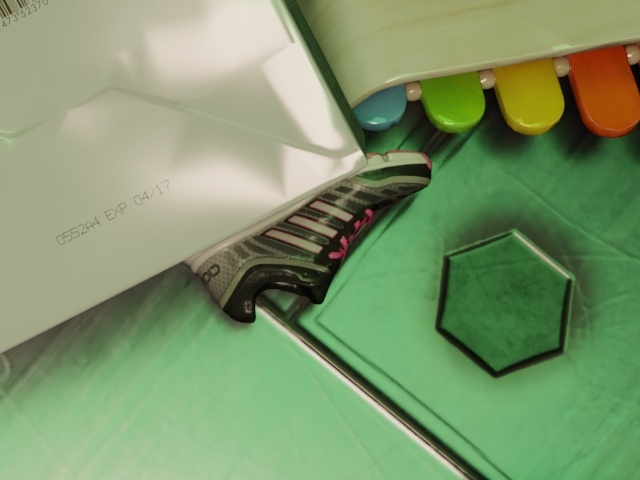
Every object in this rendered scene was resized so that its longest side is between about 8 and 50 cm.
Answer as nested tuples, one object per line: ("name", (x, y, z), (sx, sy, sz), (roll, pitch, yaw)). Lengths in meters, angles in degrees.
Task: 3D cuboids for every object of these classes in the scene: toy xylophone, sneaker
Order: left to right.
("sneaker", (0.000, 0.000, 0.967), (0.170, 0.063, 0.074), (-25, 83, -6))
("toy xylophone", (0.128, -0.177, 1.004), (0.323, 0.081, 0.236), (-3, 66, -6))

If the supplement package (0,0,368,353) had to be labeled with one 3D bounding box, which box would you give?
("supplement package", (-0.134, -0.080, 0.866), (0.262, 0.145, 0.204), (-27, 99, 5))
